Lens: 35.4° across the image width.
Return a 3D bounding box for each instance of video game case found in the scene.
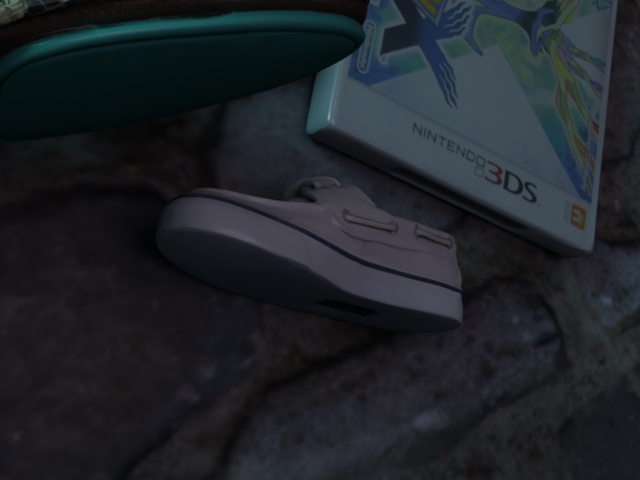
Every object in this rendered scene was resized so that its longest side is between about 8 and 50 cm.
[{"bbox_3d":[0.141,-0.185,0.847,0.300,0.036,0.329,22,69,-32],"label":"video game case"}]

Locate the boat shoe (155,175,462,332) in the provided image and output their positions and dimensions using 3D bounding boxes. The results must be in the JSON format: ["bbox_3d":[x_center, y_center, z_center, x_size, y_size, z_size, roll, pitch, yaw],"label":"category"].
[{"bbox_3d":[0.000,0.000,0.683,0.258,0.095,0.084,22,65,-43],"label":"boat shoe"}]

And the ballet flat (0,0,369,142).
[{"bbox_3d":[-0.198,-0.099,0.475,0.483,0.164,0.182,-27,89,-24],"label":"ballet flat"}]
